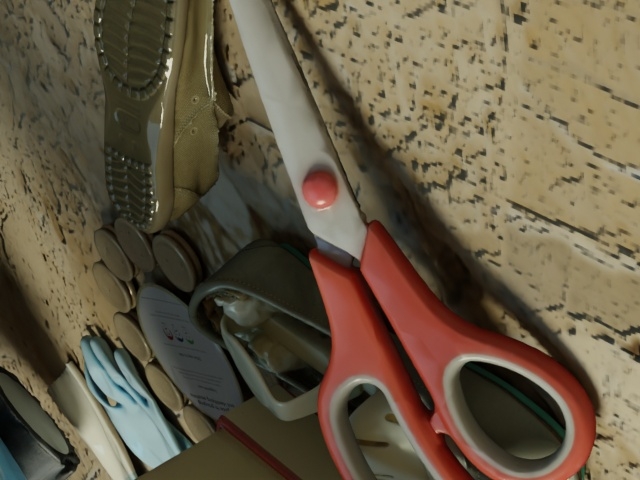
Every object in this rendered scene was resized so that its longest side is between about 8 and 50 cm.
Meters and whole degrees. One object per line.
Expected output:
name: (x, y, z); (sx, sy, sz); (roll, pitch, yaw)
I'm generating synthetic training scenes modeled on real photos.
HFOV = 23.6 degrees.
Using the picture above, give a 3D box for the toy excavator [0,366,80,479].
toy excavator: (-0.321, 0.155, 0.950); (0.433, 0.222, 0.445); (52, 180, 19)

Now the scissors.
scissors: (0.000, 0.000, 0.632); (0.109, 0.021, 0.297); (-36, 88, 23)

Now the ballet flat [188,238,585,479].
ballet flat: (0.020, 0.072, 0.693); (0.213, 0.068, 0.072); (34, 145, 36)

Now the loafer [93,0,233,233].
loafer: (-0.070, -0.075, 0.700); (0.056, 0.050, 0.148); (34, 130, 30)

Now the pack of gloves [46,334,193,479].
pack of gloves: (-0.120, 0.180, 1.068); (0.232, 0.046, 0.195); (52, 154, 6)

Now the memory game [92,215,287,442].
memory game: (-0.073, 0.064, 0.898); (0.186, 0.012, 0.186); (38, 148, 29)

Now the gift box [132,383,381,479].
gift box: (-0.033, 0.257, 0.771); (0.255, 0.258, 0.276); (39, 135, 26)
